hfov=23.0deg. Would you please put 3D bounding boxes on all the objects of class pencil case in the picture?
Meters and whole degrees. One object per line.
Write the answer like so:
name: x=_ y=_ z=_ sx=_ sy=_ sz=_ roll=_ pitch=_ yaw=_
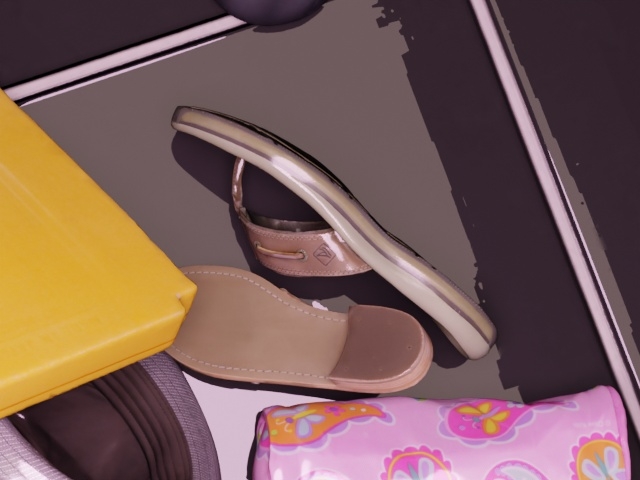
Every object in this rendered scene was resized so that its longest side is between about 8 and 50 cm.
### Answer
pencil case: x=0.091 y=0.174 z=1.170 sx=0.284 sy=0.124 sz=0.124 roll=-3 pitch=82 yaw=-6

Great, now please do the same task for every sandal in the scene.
sandal: x=-0.020 y=0.084 z=1.189 sx=0.240 sy=0.079 sz=0.088 roll=9 pitch=64 yaw=28
sandal: x=0.001 y=0.001 z=1.190 sx=0.303 sy=0.120 sz=0.086 roll=41 pitch=95 yaw=1

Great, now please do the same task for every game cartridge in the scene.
game cartridge: x=-0.278 y=-0.009 z=1.065 sx=0.323 sy=0.053 sz=0.285 roll=44 pitch=38 yaw=22

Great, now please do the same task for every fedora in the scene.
fedora: x=-0.196 y=0.144 z=1.113 sx=0.243 sy=0.275 sz=0.124 roll=25 pitch=114 yaw=-39

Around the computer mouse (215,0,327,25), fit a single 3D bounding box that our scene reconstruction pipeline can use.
computer mouse: x=-0.006 y=-0.301 z=1.249 sx=0.188 sy=0.072 sz=0.272 roll=27 pitch=81 yaw=-2
